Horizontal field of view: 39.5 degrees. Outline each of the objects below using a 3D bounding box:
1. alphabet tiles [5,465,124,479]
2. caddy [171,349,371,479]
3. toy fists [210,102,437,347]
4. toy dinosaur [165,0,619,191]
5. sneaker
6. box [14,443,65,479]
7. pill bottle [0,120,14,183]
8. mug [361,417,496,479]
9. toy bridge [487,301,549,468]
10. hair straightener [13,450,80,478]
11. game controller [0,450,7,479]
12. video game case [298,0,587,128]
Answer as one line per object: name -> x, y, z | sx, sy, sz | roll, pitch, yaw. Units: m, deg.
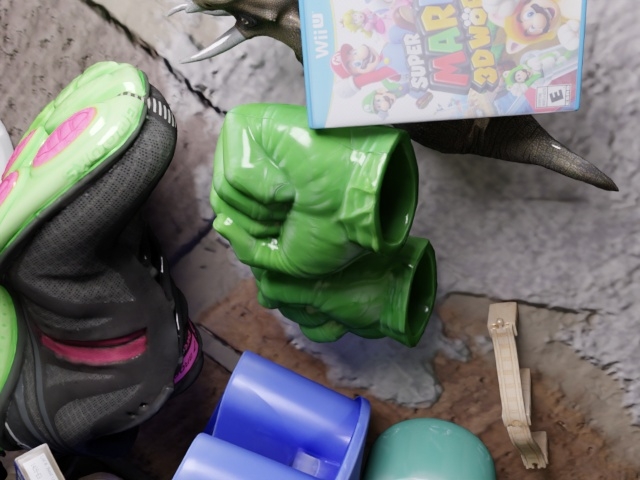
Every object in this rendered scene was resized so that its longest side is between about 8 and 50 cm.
alphabet tiles -> -0.309, 0.343, 1.078 | 0.284, 0.021, 0.278 | -24, 132, 29
caddy -> -0.062, 0.271, 0.855 | 0.179, 0.241, 0.341 | 29, 129, 1
toy fists -> 0.000, 0.000, 0.678 | 0.142, 0.096, 0.279 | 15, 156, 22
toy dinosaur -> 0.071, -0.132, 0.609 | 0.314, 0.121, 0.160 | 31, 140, -16
sneaker -> -0.184, 0.041, 0.769 | 0.202, 0.185, 0.482 | 19, 139, -8
box -> -0.252, 0.280, 0.866 | 0.136, 0.037, 0.225 | 58, 153, 9
pill bottle -> -0.374, -0.060, 0.766 | 0.194, 0.108, 0.108 | -4, 125, 18
mug -> 0.093, 0.236, 0.873 | 0.158, 0.097, 0.129 | 0, 127, 16
toy bridge -> 0.178, 0.142, 0.801 | 0.026, 0.063, 0.188 | -7, 125, 20
hair straightener -> -0.349, 0.311, 1.080 | 0.089, 0.047, 0.230 | 38, 126, -14
game controller -> -0.440, 0.135, 0.894 | 0.319, 0.067, 0.166 | 43, 151, -1
video game case -> 0.072, -0.128, 0.525 | 0.167, 0.015, 0.119 | -4, 117, 1
